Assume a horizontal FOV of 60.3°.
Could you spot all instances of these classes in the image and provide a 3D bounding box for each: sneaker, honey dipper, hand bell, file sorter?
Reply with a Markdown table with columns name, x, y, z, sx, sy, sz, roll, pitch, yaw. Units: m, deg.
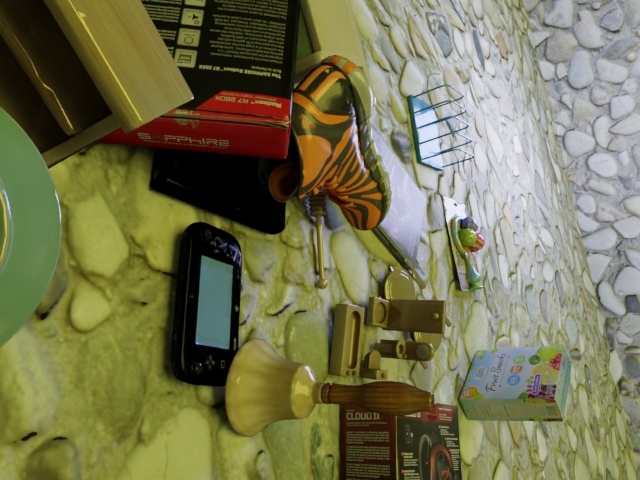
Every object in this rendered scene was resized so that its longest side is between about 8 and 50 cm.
| name | x | y | z | sx | sy | sz | roll | pitch | yaw |
| --- | --- | --- | --- | --- | --- | --- | --- | --- | --- |
| sneaker | 0.001 | -0.096 | 0.823 | 0.180 | 0.125 | 0.321 | -47 | 140 | -23 |
| honey dipper | 0.000 | 0.000 | 0.911 | 0.030 | 0.030 | 0.160 | 7 | 75 | -52 |
| hand bell | 0.019 | 0.190 | 0.675 | 0.126 | 0.242 | 0.126 | -2 | 90 | -64 |
| file sorter | 0.294 | -0.271 | 1.323 | 0.118 | 0.104 | 0.170 | 6 | 73 | -52 |

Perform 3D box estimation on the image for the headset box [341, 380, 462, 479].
| name | x | y | z | sx | sy | sz | roll | pitch | yaw |
| --- | --- | --- | --- | --- | --- | --- | --- | --- | --- |
| headset box | 0.137 | 0.382 | 0.895 | 0.218 | 0.110 | 0.293 | 23 | 61 | -47 |

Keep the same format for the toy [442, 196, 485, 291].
| name | x | y | z | sx | sy | sz | roll | pitch | yaw |
| --- | --- | --- | --- | --- | --- | --- | --- | --- | --- |
| toy | 0.376 | 0.008 | 1.379 | 0.137 | 0.056 | 0.237 | 11 | 70 | -52 |

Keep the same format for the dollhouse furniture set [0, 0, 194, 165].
| name | x | y | z | sx | sy | sz | roll | pitch | yaw |
| --- | --- | --- | --- | --- | --- | --- | --- | --- | --- |
| dollhouse furniture set | -0.314 | -0.055 | 0.326 | 0.362 | 0.256 | 0.394 | 62 | 39 | -18 |

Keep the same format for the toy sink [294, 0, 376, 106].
| name | x | y | z | sx | sy | sz | roll | pitch | yaw |
| --- | --- | --- | --- | --- | --- | --- | --- | --- | --- |
| toy sink | -0.034 | -0.298 | 0.863 | 0.131 | 0.153 | 0.234 | -19 | 95 | -53 |

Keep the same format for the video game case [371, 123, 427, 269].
| name | x | y | z | sx | sy | sz | roll | pitch | yaw |
| --- | --- | --- | --- | --- | --- | --- | --- | --- | --- |
| video game case | 0.132 | -0.097 | 1.120 | 0.274 | 0.026 | 0.196 | 47 | 45 | -34 |

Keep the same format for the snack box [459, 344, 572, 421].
| name | x | y | z | sx | sy | sz | roll | pitch | yaw |
| --- | --- | --- | --- | --- | --- | --- | --- | --- | --- |
| snack box | 0.434 | 0.317 | 1.225 | 0.070 | 0.207 | 0.174 | 63 | 38 | -17 |

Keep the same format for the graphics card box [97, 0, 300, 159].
| name | x | y | z | sx | sy | sz | roll | pitch | yaw |
| --- | --- | --- | --- | --- | --- | --- | --- | --- | --- |
| graphics card box | -0.139 | -0.283 | 0.664 | 0.094 | 0.233 | 0.371 | 105 | -12 | -69 |

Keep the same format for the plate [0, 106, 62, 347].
| name | x | y | z | sx | sy | sz | roll | pitch | yaw |
| --- | --- | --- | --- | --- | --- | --- | --- | --- | --- |
| plate | -0.232 | -0.008 | 0.281 | 0.188 | 0.024 | 0.188 | 1 | 89 | -35 |

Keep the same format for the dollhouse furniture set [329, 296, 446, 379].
| name | x | y | z | sx | sy | sz | roll | pitch | yaw |
| --- | --- | --- | --- | --- | --- | --- | --- | --- | --- |
| dollhouse furniture set | 0.115 | 0.159 | 0.913 | 0.151 | 0.123 | 0.144 | 20 | 72 | -48 |

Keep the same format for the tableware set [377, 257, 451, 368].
| name | x | y | z | sx | sy | sz | roll | pitch | yaw |
| --- | --- | --- | --- | --- | --- | --- | --- | --- | --- |
| tableware set | 0.176 | 0.142 | 1.089 | 0.194 | 0.039 | 0.128 | 54 | 53 | -18 |

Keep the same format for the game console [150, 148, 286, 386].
| name | x | y | z | sx | sy | sz | roll | pitch | yaw |
| --- | --- | --- | --- | --- | --- | --- | --- | --- | --- |
| game console | -0.129 | 0.007 | 0.728 | 0.213 | 0.044 | 0.361 | 21 | 63 | -48 |
